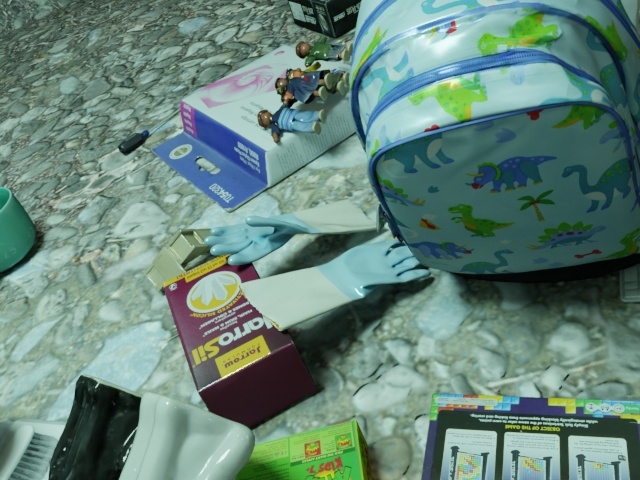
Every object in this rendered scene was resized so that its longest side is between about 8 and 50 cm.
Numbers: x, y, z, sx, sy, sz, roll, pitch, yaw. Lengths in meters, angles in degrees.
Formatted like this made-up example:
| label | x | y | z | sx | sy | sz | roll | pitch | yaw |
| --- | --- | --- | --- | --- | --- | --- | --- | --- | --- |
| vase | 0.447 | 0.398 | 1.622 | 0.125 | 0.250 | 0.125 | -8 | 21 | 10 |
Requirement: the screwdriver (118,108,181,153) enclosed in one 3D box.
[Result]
| label | x | y | z | sx | sy | sz | roll | pitch | yaw |
| --- | --- | --- | --- | --- | --- | --- | --- | --- | --- |
| screwdriver | -0.322 | -0.217 | 1.260 | 0.170 | 0.024 | 0.025 | -45 | 14 | -31 |

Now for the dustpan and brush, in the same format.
| label | x | y | z | sx | sy | sz | roll | pitch | yaw |
| --- | --- | --- | --- | --- | --- | --- | --- | --- | --- |
| dustpan and brush | -0.322 | 0.250 | 0.640 | 0.147 | 0.060 | 0.211 | -3 | 40 | 22 |

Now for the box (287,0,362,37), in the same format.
| label | x | y | z | sx | sy | sz | roll | pitch | yaw |
| --- | --- | --- | --- | --- | --- | --- | --- | --- | --- |
| box | 0.034 | -0.520 | 1.419 | 0.147 | 0.077 | 0.180 | -33 | 39 | -15 |

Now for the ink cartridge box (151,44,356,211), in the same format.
| label | x | y | z | sx | sy | sz | roll | pitch | yaw |
| --- | --- | --- | --- | --- | --- | --- | --- | --- | --- |
| ink cartridge box | -0.101 | -0.211 | 1.109 | 0.330 | 0.071 | 0.324 | -34 | 39 | -19 |

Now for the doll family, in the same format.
| label | x | y | z | sx | sy | sz | roll | pitch | yaw |
| --- | --- | --- | --- | --- | --- | --- | --- | --- | --- |
| doll family | -0.026 | -0.229 | 0.985 | 0.111 | 0.076 | 0.193 | 13 | 53 | 26 |

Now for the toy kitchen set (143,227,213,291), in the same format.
| label | x | y | z | sx | sy | sz | roll | pitch | yaw |
| --- | --- | --- | --- | --- | --- | --- | --- | --- | --- |
| toy kitchen set | -0.170 | 0.037 | 0.868 | 0.068 | 0.075 | 0.083 | 48 | 109 | 14 |

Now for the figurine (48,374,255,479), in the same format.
| label | x | y | z | sx | sy | sz | roll | pitch | yaw |
| --- | --- | --- | --- | --- | --- | --- | --- | --- | --- |
| figurine | -0.164 | 0.229 | 0.521 | 0.215 | 0.092 | 0.209 | -5 | 59 | 49 |

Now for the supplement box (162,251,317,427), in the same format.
| label | x | y | z | sx | sy | sz | roll | pitch | yaw |
| --- | --- | --- | --- | --- | --- | --- | --- | --- | --- |
| supplement box | -0.091 | 0.101 | 0.700 | 0.104 | 0.081 | 0.188 | -27 | 37 | -8 |

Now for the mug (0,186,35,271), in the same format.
| label | x | y | z | sx | sy | sz | roll | pitch | yaw |
| --- | --- | --- | --- | --- | --- | --- | --- | --- | --- |
| mug | -0.524 | 0.002 | 1.019 | 0.129 | 0.097 | 0.157 | 7 | 46 | 32 |

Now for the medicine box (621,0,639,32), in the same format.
| label | x | y | z | sx | sy | sz | roll | pitch | yaw |
| --- | --- | --- | --- | --- | --- | --- | --- | --- | --- |
| medicine box | 0.294 | -0.337 | 0.997 | 0.263 | 0.149 | 0.289 | -12 | 36 | 7 |

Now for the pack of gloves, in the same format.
| label | x | y | z | sx | sy | sz | roll | pitch | yaw |
| --- | --- | --- | --- | --- | --- | --- | --- | --- | --- |
| pack of gloves | 0.000 | 0.000 | 0.736 | 0.232 | 0.046 | 0.195 | -15 | 35 | -33 |

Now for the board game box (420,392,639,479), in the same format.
| label | x | y | z | sx | sy | sz | roll | pitch | yaw |
| --- | --- | --- | --- | --- | --- | --- | --- | --- | --- |
| board game box | 0.164 | 0.189 | 0.496 | 0.170 | 0.048 | 0.141 | -3 | 43 | 22 |

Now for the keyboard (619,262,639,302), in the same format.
| label | x | y | z | sx | sy | sz | roll | pitch | yaw |
| --- | --- | --- | --- | --- | --- | --- | --- | --- | --- |
| keyboard | 0.359 | -0.028 | 0.701 | 0.072 | 0.014 | 0.256 | -1 | 41 | 25 |

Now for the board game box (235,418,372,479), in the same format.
| label | x | y | z | sx | sy | sz | roll | pitch | yaw |
| --- | --- | --- | --- | --- | --- | --- | --- | --- | --- |
| board game box | -0.046 | 0.222 | 0.557 | 0.181 | 0.043 | 0.092 | -16 | 37 | 7 |

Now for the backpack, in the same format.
| label | x | y | z | sx | sy | sz | roll | pitch | yaw |
| --- | --- | --- | --- | --- | --- | --- | --- | --- | --- |
| backpack | 0.167 | -0.098 | 0.592 | 0.290 | 0.355 | 0.273 | -3 | 44 | 26 |
